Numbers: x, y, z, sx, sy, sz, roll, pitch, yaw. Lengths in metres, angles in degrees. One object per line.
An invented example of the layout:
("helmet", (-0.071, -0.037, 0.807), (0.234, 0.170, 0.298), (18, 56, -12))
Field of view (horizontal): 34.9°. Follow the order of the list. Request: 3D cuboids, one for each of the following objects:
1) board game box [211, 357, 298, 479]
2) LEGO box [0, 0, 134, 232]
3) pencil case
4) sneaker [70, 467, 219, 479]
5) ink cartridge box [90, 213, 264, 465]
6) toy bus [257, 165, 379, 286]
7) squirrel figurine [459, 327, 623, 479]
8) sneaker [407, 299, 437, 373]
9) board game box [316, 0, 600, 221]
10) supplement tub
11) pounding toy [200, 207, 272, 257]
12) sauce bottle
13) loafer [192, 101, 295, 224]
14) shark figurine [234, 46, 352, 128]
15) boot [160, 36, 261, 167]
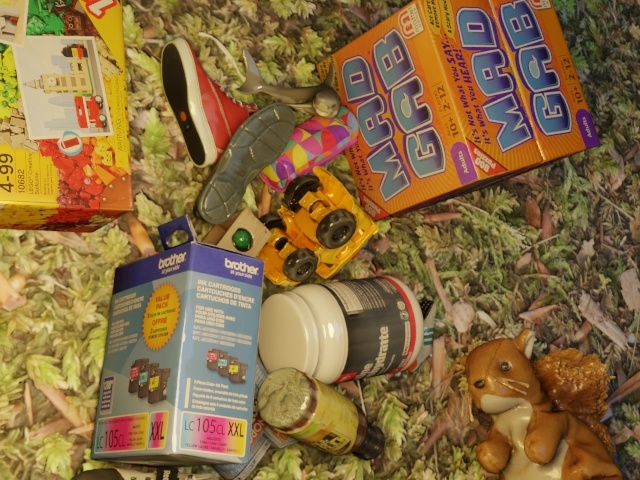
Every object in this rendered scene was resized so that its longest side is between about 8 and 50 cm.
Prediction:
("board game box", (-0.125, 0.332, 1.825), (0.194, 0.060, 0.194), (46, 57, -15))
("LEGO box", (-0.519, -0.275, 1.634), (0.372, 0.193, 0.500), (2, 77, -35))
("pencil case", (-0.023, -0.180, 2.010), (0.236, 0.104, 0.104), (-39, 101, -35))
("sneaker", (-0.242, 0.418, 1.653), (0.330, 0.146, 0.122), (22, 41, -32))
("ink cartridge box", (-0.231, 0.164, 1.667), (0.151, 0.270, 0.395), (18, 67, -35))
("toy bus", (0.000, 0.000, 1.946), (0.220, 0.149, 0.211), (-47, 144, 6))
("squirrel figurine", (0.449, 0.365, 2.127), (0.397, 0.281, 0.370), (-22, 80, -50))
("sneaker", (0.206, 0.201, 2.099), (0.075, 0.057, 0.161), (50, 53, -33))
("board game box", (0.275, -0.279, 2.077), (0.356, 0.356, 0.356), (-17, 87, -35))
("supplement tub", (0.039, 0.169, 1.899), (0.272, 0.191, 0.191), (-5, 80, -35))
("pounding toy", (-0.153, 0.027, 1.837), (0.100, 0.141, 0.130), (45, 57, -17))
("sauce bottle", (0.016, 0.324, 1.823), (0.344, 0.111, 0.111), (38, 55, -51))
("loafer", (-0.151, -0.147, 1.881), (0.096, 0.084, 0.267), (42, 74, -23))
("shark figurine", (-0.026, -0.299, 1.970), (0.166, 0.278, 0.116), (17, 95, -47))
("boot", (-0.194, -0.275, 1.928), (0.176, 0.088, 0.244), (-23, 99, -37))
